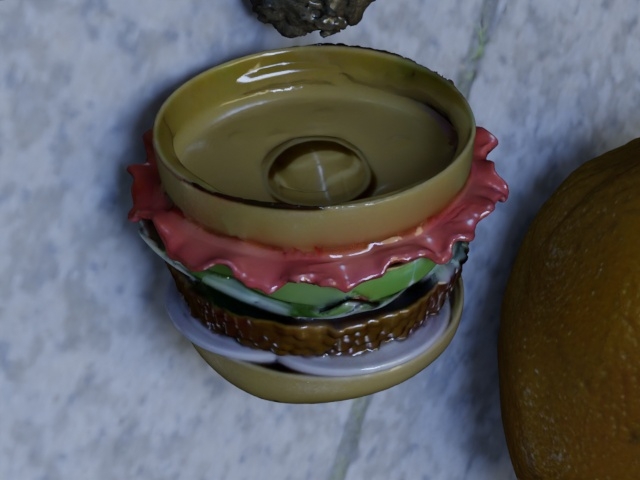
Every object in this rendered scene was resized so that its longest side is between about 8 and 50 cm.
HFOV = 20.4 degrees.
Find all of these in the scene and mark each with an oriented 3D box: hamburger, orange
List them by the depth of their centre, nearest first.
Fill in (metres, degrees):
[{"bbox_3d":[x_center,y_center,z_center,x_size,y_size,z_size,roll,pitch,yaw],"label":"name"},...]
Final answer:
[{"bbox_3d":[-0.003,0.000,0.830,0.175,0.175,0.137,-30,135,-35],"label":"hamburger"},{"bbox_3d":[0.214,0.062,0.997,0.264,0.264,0.264,-17,115,-40],"label":"orange"}]

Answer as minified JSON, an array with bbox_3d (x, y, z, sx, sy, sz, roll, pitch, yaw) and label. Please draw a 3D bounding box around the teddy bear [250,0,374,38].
[{"bbox_3d":[0.049,-0.201,0.826,0.251,0.129,0.182,-54,136,-16],"label":"teddy bear"}]
